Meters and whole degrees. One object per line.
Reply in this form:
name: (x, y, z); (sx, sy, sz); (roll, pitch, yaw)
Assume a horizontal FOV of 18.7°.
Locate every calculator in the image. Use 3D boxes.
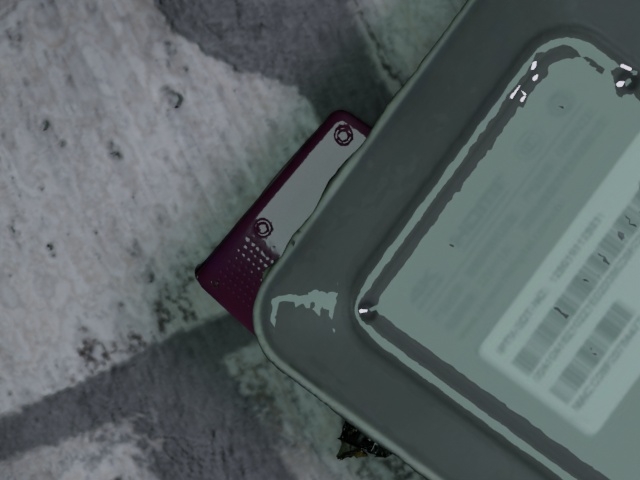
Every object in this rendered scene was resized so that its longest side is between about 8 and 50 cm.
calculator: (0.000, 0.000, 1.548); (0.126, 0.034, 0.190); (41, 103, 3)

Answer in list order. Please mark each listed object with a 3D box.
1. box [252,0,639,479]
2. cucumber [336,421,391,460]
box: (0.202, 0.021, 1.451); (0.396, 0.111, 0.396); (35, 94, 1)
cucumber: (0.059, 0.097, 1.547); (0.053, 0.053, 0.181); (19, 100, 7)
